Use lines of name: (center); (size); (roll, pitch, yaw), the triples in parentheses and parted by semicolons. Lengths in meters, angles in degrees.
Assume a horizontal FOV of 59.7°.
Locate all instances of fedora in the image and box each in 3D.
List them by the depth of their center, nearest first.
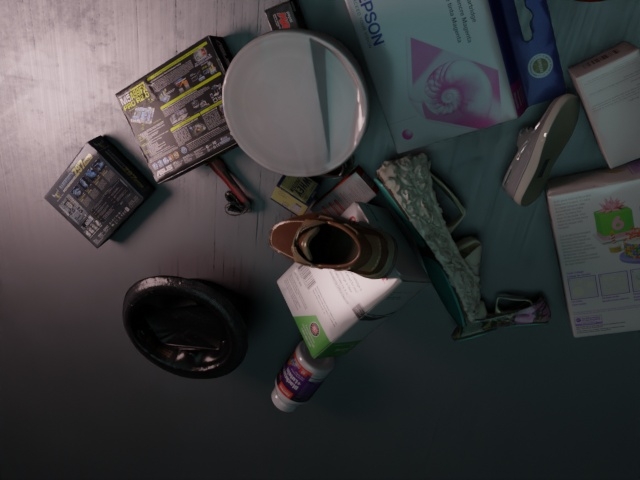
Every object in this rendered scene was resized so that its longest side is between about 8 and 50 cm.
fedora: (-0.321, 0.191, 1.406); (0.333, 0.152, 0.334); (6, 118, 12)

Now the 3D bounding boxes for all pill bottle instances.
pill bottle: (-0.052, 0.354, 1.442); (0.108, 0.108, 0.194); (31, 120, -1)

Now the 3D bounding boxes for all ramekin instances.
ramekin: (-0.034, -0.264, 1.044); (0.272, 0.127, 0.273); (7, 121, 11)

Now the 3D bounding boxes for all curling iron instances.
curling iron: (-0.250, -0.167, 1.269); (0.068, 0.035, 0.274); (-27, 107, 26)

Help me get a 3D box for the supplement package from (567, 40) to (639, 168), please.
supplement package: (0.522, -0.237, 0.976); (0.105, 0.105, 0.179); (-23, 108, 24)

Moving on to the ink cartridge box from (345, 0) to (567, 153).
ink cartridge box: (0.246, -0.357, 1.014); (0.329, 0.071, 0.324); (-15, 111, 23)

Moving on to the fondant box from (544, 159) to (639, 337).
fondant box: (0.594, 0.020, 1.096); (0.238, 0.096, 0.331); (-11, 114, 21)

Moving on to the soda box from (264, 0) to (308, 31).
soda box: (-0.048, -0.379, 1.093); (0.060, 0.053, 0.169); (-13, 112, 21)

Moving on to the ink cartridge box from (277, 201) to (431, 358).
ink cartridge box: (0.065, 0.089, 1.207); (0.289, 0.121, 0.211); (-45, 58, 30)

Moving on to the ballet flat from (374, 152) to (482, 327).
ballet flat: (0.260, -0.003, 1.163); (0.146, 0.147, 0.409); (-24, 108, 25)

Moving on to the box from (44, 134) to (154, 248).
box: (-0.543, -0.114, 1.365); (0.183, 0.059, 0.232); (46, 120, -10)

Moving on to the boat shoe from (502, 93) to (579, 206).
boat shoe: (0.404, -0.176, 1.053); (0.081, 0.079, 0.228); (47, 136, 40)

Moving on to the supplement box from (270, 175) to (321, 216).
supplement box: (-0.054, -0.104, 1.213); (0.083, 0.056, 0.083); (33, 157, -3)

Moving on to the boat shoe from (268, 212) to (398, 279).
boat shoe: (0.000, 0.000, 1.115); (0.324, 0.116, 0.123); (6, 87, 44)

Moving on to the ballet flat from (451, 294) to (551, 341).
ballet flat: (0.395, 0.166, 1.247); (0.221, 0.077, 0.079); (-15, 93, 17)

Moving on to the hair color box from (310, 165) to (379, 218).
hair color box: (0.053, -0.091, 1.220); (0.141, 0.043, 0.072); (-37, 102, 27)

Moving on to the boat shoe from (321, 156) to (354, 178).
boat shoe: (-0.045, -0.193, 1.176); (0.233, 0.079, 0.084); (22, 120, 6)

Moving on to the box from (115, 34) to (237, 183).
box: (-0.280, -0.271, 1.185); (0.270, 0.060, 0.216); (-22, 96, 24)
